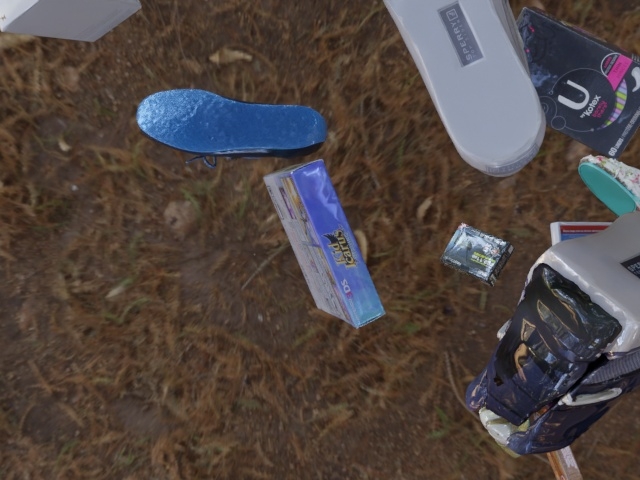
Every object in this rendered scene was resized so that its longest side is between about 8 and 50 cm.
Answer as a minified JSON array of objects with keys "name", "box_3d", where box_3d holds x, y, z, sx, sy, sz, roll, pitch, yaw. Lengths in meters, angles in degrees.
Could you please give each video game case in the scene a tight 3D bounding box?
[{"name":"video game case","box_3d":[0.000,0.000,1.315,0.061,0.244,0.269,-24,99,-11]},{"name":"video game case","box_3d":[0.613,0.101,1.762,0.204,0.025,0.285,0,84,-32]}]

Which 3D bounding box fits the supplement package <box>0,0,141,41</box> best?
[{"name":"supplement package","box_3d":[-0.348,-0.341,1.033,0.105,0.179,0.105,-24,89,26]}]

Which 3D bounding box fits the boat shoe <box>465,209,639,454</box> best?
[{"name":"boat shoe","box_3d":[0.255,0.075,0.681,0.127,0.340,0.158,47,125,33]}]

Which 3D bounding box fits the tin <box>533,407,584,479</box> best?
[{"name":"tin","box_3d":[0.494,0.439,1.595,0.040,0.106,0.189,-20,82,3]}]

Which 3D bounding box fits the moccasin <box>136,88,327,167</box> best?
[{"name":"moccasin","box_3d":[-0.161,-0.188,1.417,0.342,0.117,0.137,10,79,2]}]

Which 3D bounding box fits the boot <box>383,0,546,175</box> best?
[{"name":"boot","box_3d":[0.104,-0.170,0.614,0.095,0.123,0.258,-17,85,11]}]

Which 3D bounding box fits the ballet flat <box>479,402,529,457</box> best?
[{"name":"ballet flat","box_3d":[0.426,0.379,1.786,0.123,0.123,0.348,-3,127,-5]}]

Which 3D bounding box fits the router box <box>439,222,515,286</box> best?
[{"name":"router box","box_3d":[0.316,0.028,1.567,0.122,0.038,0.092,26,81,38]}]

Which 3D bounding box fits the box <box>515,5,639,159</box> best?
[{"name":"box","box_3d":[0.450,-0.286,1.379,0.270,0.143,0.165,30,115,11]}]

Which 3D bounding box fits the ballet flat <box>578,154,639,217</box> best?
[{"name":"ballet flat","box_3d":[0.504,-0.054,1.191,0.077,0.091,0.241,-40,80,-17]}]
